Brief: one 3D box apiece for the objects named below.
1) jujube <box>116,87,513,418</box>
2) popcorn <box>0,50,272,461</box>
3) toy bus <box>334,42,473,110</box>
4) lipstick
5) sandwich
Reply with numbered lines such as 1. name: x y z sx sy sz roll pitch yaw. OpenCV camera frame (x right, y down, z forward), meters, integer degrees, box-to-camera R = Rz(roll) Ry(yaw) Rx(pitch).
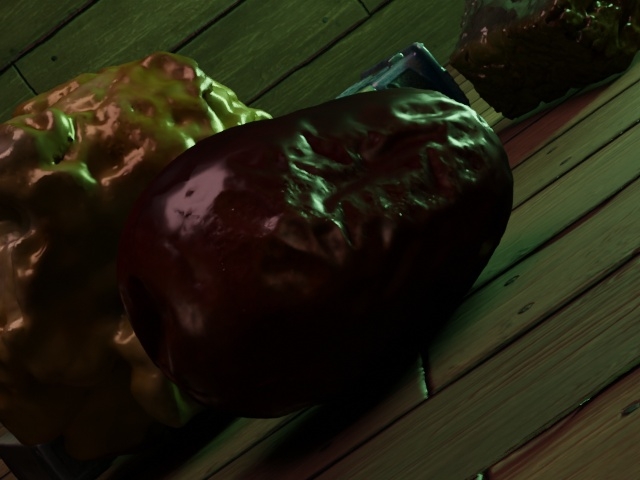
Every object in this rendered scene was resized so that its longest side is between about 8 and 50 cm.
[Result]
1. jujube: 0.000 0.000 1.101 0.318 0.223 0.223 -31 3 -28
2. popcorn: -0.190 0.015 1.378 0.354 0.344 0.390 -28 15 19
3. toy bus: 0.072 -0.133 1.881 0.190 0.152 0.312 -38 6 -10
4. lipstick: -0.302 0.234 1.618 0.068 0.066 0.317 -39 7 -21
5. sandwich: 0.284 -0.293 1.717 0.262 0.131 0.325 -60 16 -17
